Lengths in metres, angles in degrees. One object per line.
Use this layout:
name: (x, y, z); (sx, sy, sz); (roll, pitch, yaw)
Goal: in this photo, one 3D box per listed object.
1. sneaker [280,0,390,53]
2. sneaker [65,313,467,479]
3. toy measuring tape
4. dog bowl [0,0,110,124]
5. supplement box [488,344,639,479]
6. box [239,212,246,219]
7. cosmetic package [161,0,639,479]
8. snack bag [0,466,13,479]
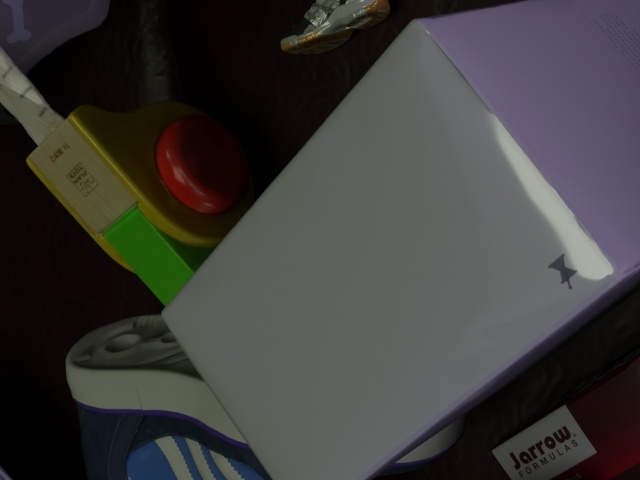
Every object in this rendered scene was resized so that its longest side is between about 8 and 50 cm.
sneaker: (0.008, -0.144, 0.734); (0.083, 0.032, 0.037); (-21, 78, 36)
sneaker: (-0.029, 0.179, 0.821); (0.322, 0.130, 0.236); (2, 116, 33)
toy measuring tape: (-0.143, -0.082, 0.791); (0.330, 0.121, 0.121); (50, 131, -9)
dog bowl: (-0.314, -0.250, 0.902); (0.348, 0.102, 0.349); (14, 114, 34)
supplement box: (0.218, 0.177, 0.645); (0.239, 0.073, 0.130); (55, 131, 11)
box: (0.000, 0.000, 0.763); (0.083, 0.062, 0.052); (1, 107, 39)
cosmetic package: (0.080, -0.002, 0.593); (0.138, 0.224, 0.224); (53, 129, 11)
snack bag: (-0.285, 0.332, 1.022); (0.342, 0.037, 0.323); (40, 124, 20)
